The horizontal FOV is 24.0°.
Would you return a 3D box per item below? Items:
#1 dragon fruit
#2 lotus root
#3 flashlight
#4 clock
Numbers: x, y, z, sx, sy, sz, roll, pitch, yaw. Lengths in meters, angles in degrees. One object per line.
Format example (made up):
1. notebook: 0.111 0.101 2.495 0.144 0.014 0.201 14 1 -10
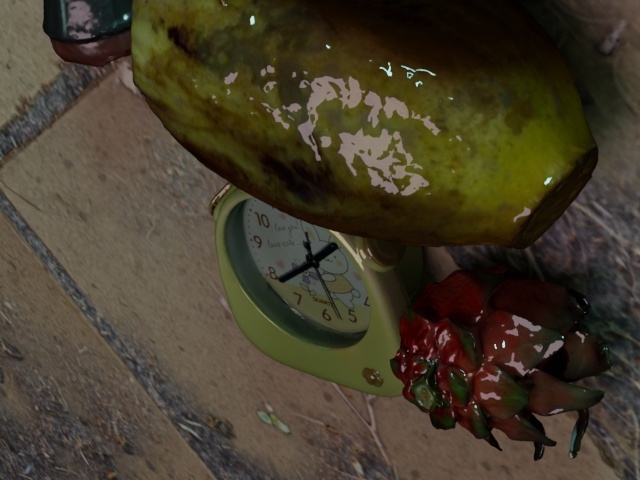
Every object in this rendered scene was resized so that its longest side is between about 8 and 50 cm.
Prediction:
1. dragon fruit: 0.119 0.077 1.010 0.142 0.121 0.130 17 175 -2
2. lotus root: 0.026 -0.082 0.900 0.291 0.193 0.193 24 139 23
3. flashlight: -0.174 -0.239 1.036 0.093 0.093 0.232 11 127 39
4. clock: 0.000 0.000 1.095 0.170 0.069 0.232 17 134 35
